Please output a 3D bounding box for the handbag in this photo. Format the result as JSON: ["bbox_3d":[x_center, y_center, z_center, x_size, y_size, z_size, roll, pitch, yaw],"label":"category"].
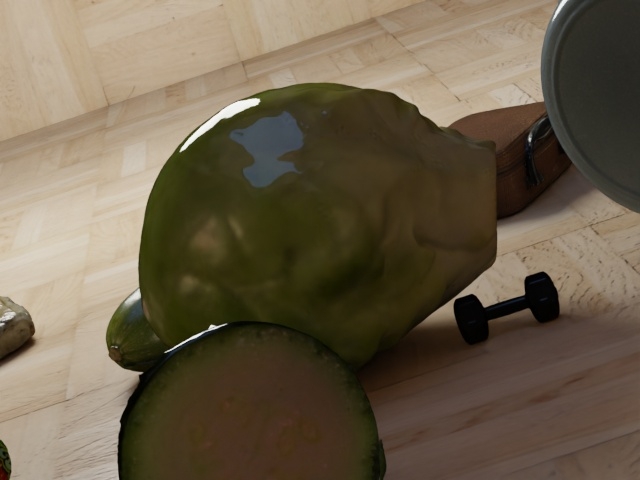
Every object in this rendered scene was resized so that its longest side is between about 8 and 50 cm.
[{"bbox_3d":[0.169,-0.077,1.924,0.151,0.072,0.193,-8,15,35],"label":"handbag"}]

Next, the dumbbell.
[{"bbox_3d":[0.148,0.053,1.512,0.083,0.040,0.036,-18,45,4],"label":"dumbbell"}]

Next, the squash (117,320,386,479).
[{"bbox_3d":[-0.052,0.138,1.211,0.170,0.170,0.123,-22,-1,-14],"label":"squash"}]

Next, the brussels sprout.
[{"bbox_3d":[-0.010,0.000,1.539,0.316,0.243,0.273,-15,-11,26],"label":"brussels sprout"}]

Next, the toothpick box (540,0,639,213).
[{"bbox_3d":[0.393,-0.189,1.709,0.263,0.263,0.354,-5,18,44],"label":"toothpick box"}]

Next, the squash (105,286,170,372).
[{"bbox_3d":[-0.061,0.029,1.776,0.341,0.094,0.094,-29,17,-28],"label":"squash"}]

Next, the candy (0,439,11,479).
[{"bbox_3d":[-0.335,0.213,1.506,0.201,0.060,0.060,-27,14,-2],"label":"candy"}]

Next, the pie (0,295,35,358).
[{"bbox_3d":[-0.390,0.105,1.988,0.195,0.046,0.195,-16,13,4],"label":"pie"}]
